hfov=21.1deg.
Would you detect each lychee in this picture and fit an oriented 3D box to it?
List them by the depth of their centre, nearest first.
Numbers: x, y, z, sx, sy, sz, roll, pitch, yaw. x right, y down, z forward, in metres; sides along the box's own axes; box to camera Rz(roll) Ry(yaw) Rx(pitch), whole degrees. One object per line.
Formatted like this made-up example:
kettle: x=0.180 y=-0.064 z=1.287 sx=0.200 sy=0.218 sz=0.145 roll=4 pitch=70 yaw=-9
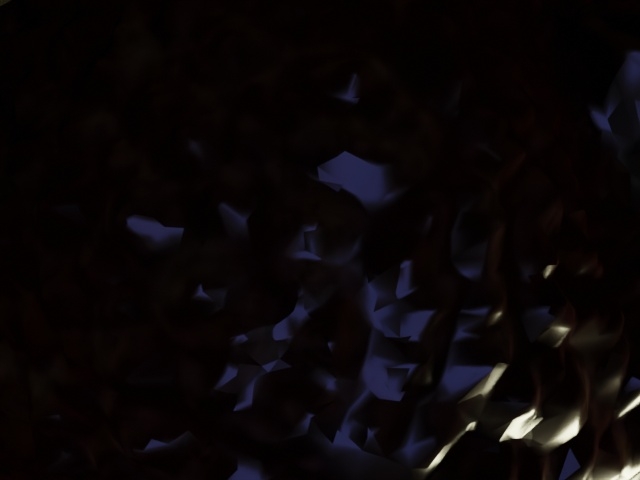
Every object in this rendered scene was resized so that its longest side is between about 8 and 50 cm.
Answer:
lychee: x=0.000 y=0.000 z=0.637 sx=0.330 sy=0.306 sz=0.306 roll=-22 pitch=132 yaw=35
